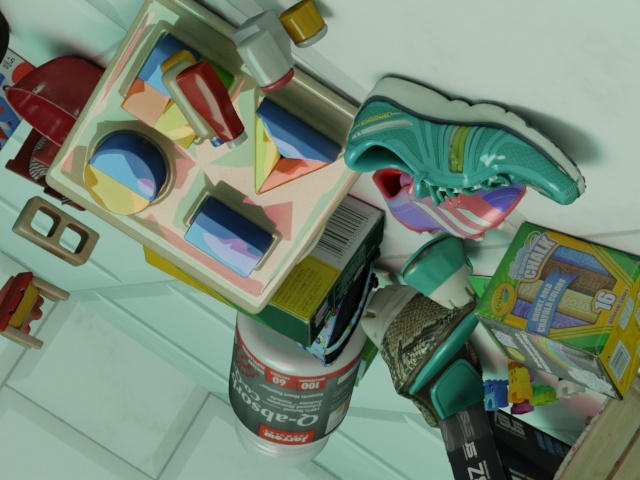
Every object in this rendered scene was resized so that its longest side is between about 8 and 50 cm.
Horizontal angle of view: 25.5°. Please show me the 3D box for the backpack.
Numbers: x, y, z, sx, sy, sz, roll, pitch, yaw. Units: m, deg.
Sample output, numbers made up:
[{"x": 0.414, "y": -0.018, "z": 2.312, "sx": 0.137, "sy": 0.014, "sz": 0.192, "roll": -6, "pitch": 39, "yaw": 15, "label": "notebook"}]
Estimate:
[{"x": 0.006, "y": 0.084, "z": 2.009, "sx": 0.117, "sy": 0.173, "sz": 0.158, "roll": 20, "pitch": 160, "yaw": 8, "label": "backpack"}]

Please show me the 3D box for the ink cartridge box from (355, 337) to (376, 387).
[{"x": 0.044, "y": 0.189, "z": 2.524, "sx": 0.109, "sy": 0.062, "sz": 0.209, "roll": 30, "pitch": 163, "yaw": 8, "label": "ink cartridge box"}]

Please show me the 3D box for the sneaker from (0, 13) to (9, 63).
[{"x": -0.556, "y": -0.341, "z": 1.947, "sx": 0.178, "sy": 0.123, "sz": 0.295, "roll": 17, "pitch": 162, "yaw": 12, "label": "sneaker"}]

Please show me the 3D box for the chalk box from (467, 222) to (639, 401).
[{"x": 0.276, "y": 0.076, "z": 1.669, "sx": 0.213, "sy": 0.132, "sz": 0.132, "roll": 21, "pitch": 162, "yaw": 35, "label": "chalk box"}]

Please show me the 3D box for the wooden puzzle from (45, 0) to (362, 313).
[{"x": -0.138, "y": -0.089, "z": 1.698, "sx": 0.322, "sy": 0.080, "sz": 0.348, "roll": 33, "pitch": 124, "yaw": -6, "label": "wooden puzzle"}]

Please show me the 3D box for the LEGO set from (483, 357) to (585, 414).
[{"x": 0.299, "y": 0.194, "z": 2.081, "sx": 0.087, "sy": 0.093, "sz": 0.227, "roll": 3, "pitch": 165, "yaw": -16, "label": "LEGO set"}]

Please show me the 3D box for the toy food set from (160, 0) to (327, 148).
[{"x": -0.080, "y": -0.166, "z": 1.513, "sx": 0.232, "sy": 0.111, "sz": 0.104, "roll": -16, "pitch": 115, "yaw": 39, "label": "toy food set"}]

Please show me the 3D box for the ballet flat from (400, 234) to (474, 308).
[{"x": 0.158, "y": 0.042, "z": 1.764, "sx": 0.087, "sy": 0.083, "sz": 0.247, "roll": 50, "pitch": -173, "yaw": 5, "label": "ballet flat"}]

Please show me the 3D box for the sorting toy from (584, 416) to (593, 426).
[{"x": 0.494, "y": 0.345, "z": 2.222, "sx": 0.132, "sy": 0.046, "sz": 0.274, "roll": 13, "pitch": 157, "yaw": 47, "label": "sorting toy"}]

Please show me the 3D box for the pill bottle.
[{"x": -0.044, "y": 0.217, "z": 2.341, "sx": 0.210, "sy": 0.210, "sz": 0.363, "roll": 27, "pitch": 145, "yaw": 13, "label": "pill bottle"}]

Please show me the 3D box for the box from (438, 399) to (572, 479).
[{"x": 0.353, "y": 0.454, "z": 2.224, "sx": 0.097, "sy": 0.318, "sz": 0.395, "roll": -31, "pitch": 143, "yaw": 23, "label": "box"}]

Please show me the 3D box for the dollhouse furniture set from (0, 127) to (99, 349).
[{"x": -0.442, "y": -0.025, "z": 2.220, "sx": 0.152, "sy": 0.374, "sz": 0.201, "roll": 32, "pitch": 163, "yaw": -20, "label": "dollhouse furniture set"}]

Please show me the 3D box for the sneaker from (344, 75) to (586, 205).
[{"x": 0.147, "y": -0.080, "z": 1.474, "sx": 0.275, "sy": 0.110, "sz": 0.107, "roll": 19, "pitch": 160, "yaw": 34, "label": "sneaker"}]

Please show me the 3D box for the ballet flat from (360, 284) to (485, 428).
[{"x": 0.147, "y": 0.158, "z": 2.126, "sx": 0.182, "sy": 0.164, "sz": 0.483, "roll": 40, "pitch": 170, "yaw": 20, "label": "ballet flat"}]

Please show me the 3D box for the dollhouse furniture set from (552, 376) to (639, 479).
[{"x": 0.379, "y": 0.352, "z": 2.011, "sx": 0.355, "sy": 0.303, "sz": 0.174, "roll": 40, "pitch": 170, "yaw": -22, "label": "dollhouse furniture set"}]

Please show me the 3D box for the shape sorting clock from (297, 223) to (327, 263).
[{"x": -0.085, "y": -0.056, "z": 1.819, "sx": 0.206, "sy": 0.206, "sz": 0.040, "roll": 26, "pitch": -171, "yaw": 18, "label": "shape sorting clock"}]

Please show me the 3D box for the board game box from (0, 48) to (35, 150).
[{"x": -0.618, "y": -0.205, "z": 2.117, "sx": 0.308, "sy": 0.302, "sz": 0.086, "roll": 36, "pitch": 163, "yaw": -17, "label": "board game box"}]

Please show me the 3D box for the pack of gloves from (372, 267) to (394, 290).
[{"x": 0.000, "y": 0.000, "z": 2.120, "sx": 0.232, "sy": 0.046, "sz": 0.195, "roll": 13, "pitch": 157, "yaw": 23, "label": "pack of gloves"}]

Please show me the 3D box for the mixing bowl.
[{"x": -0.347, "y": -0.199, "z": 2.017, "sx": 0.181, "sy": 0.098, "sz": 0.181, "roll": 28, "pitch": 164, "yaw": 9, "label": "mixing bowl"}]

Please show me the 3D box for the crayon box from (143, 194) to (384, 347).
[{"x": -0.098, "y": -0.016, "z": 1.926, "sx": 0.319, "sy": 0.202, "sz": 0.081, "roll": 27, "pitch": 153, "yaw": 16, "label": "crayon box"}]

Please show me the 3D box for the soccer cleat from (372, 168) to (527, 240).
[{"x": 0.143, "y": -0.054, "z": 1.619, "sx": 0.095, "sy": 0.083, "sz": 0.248, "roll": 41, "pitch": 164, "yaw": -17, "label": "soccer cleat"}]
